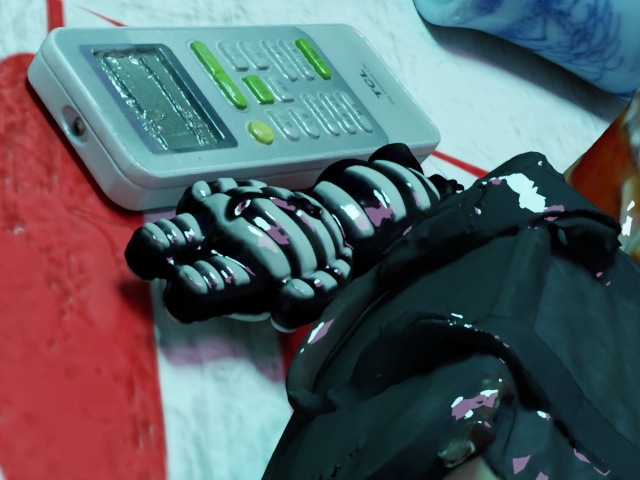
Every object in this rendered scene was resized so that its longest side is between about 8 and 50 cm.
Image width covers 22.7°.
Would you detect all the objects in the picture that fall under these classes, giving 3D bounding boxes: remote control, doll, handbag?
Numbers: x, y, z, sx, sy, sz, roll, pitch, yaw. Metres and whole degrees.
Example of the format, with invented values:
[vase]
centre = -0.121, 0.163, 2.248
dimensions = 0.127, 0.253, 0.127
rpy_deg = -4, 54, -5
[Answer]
[remote control]
centre = -0.037, -0.071, 0.855
dimensions = 0.250, 0.034, 0.103
rpy_deg = -9, 57, -49
[doll]
centre = 0.000, 0.000, 0.779
dimensions = 0.219, 0.067, 0.091
rpy_deg = -15, 49, -45
[handbag]
centre = 0.068, 0.091, 0.640
dimensions = 0.181, 0.181, 0.254
rpy_deg = 44, 31, -8

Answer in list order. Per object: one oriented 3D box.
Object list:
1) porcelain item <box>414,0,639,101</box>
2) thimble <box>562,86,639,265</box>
[porcelain item]
centre = 0.194, -0.172, 1.125
dimensions = 0.259, 0.141, 0.141
rpy_deg = 7, 44, -27
[thimble]
centre = 0.300, 0.039, 0.886
dimensions = 0.350, 0.230, 0.350
rpy_deg = 27, 33, -20
